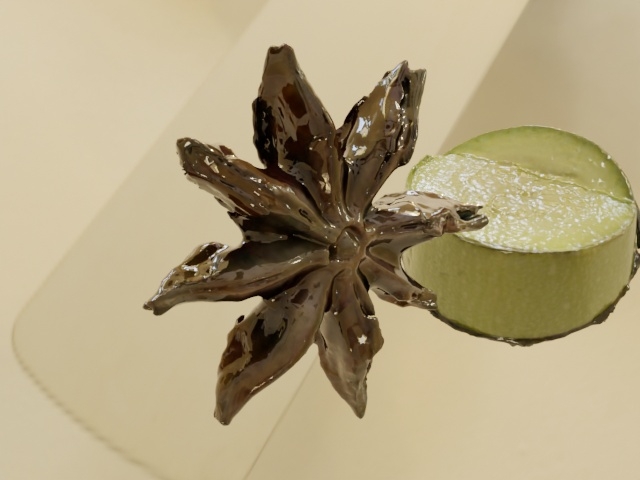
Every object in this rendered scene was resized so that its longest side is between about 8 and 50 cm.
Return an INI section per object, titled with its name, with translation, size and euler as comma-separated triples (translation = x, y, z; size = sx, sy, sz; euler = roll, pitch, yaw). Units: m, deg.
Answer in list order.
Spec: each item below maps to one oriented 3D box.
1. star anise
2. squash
[star anise]
translation = 0.001, 0.001, 1.275
size = 0.288, 0.088, 0.288
euler = -9, -72, -30
[squash]
translation = 0.173, -0.028, 1.623
size = 0.220, 0.133, 0.220
euler = -4, -132, 5
